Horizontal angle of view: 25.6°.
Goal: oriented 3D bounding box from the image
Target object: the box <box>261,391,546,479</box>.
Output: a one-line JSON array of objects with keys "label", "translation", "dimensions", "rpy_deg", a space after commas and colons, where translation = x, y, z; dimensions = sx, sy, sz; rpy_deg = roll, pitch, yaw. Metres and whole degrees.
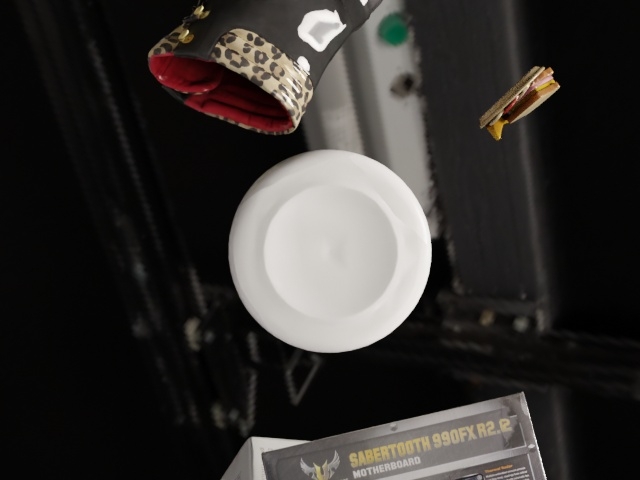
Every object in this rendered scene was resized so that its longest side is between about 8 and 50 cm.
[{"label": "box", "translation": [0.080, 0.242, 1.178], "dimensions": [0.231, 0.183, 0.056], "rpy_deg": [-14, -14, -1]}]

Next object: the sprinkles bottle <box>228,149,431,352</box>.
[{"label": "sprinkles bottle", "translation": [0.000, 0.000, 0.996], "dimensions": [0.121, 0.121, 0.355], "rpy_deg": [34, 1, -3]}]

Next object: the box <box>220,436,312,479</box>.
[{"label": "box", "translation": [-0.035, 0.308, 1.365], "dimensions": [0.119, 0.181, 0.182], "rpy_deg": [8, -34, -16]}]

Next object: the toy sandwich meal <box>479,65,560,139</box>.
[{"label": "toy sandwich meal", "translation": [0.175, -0.121, 1.243], "dimensions": [0.029, 0.085, 0.085], "rpy_deg": [46, -43, 1]}]

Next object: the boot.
[{"label": "boot", "translation": [-0.119, -0.305, 1.638], "dimensions": [0.377, 0.284, 0.138], "rpy_deg": [27, -27, 0]}]
